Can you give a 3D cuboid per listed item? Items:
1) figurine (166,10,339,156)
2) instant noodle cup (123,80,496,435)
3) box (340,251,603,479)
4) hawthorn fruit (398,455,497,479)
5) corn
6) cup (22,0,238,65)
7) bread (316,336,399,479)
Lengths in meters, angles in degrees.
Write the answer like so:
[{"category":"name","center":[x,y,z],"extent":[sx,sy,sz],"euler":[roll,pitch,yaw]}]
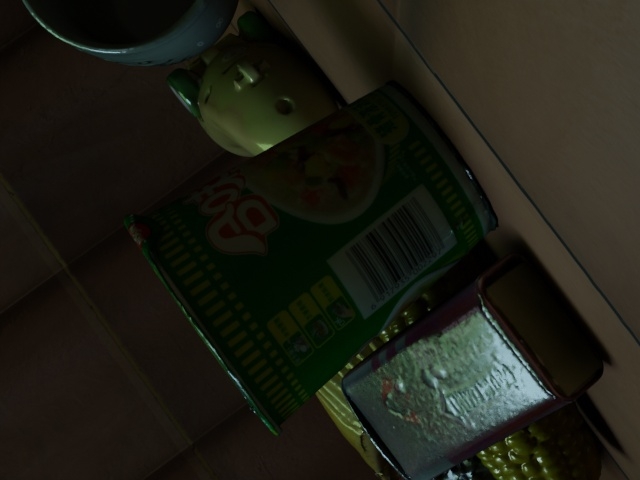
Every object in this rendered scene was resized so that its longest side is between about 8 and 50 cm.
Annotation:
[{"category":"figurine","center":[-0.041,-0.115,1.650],"extent":[0.222,0.124,0.324],"euler":[55,173,-23]},{"category":"instant noodle cup","center":[0.000,0.000,1.179],"extent":[0.207,0.233,0.207],"euler":[54,177,5]},{"category":"box","center":[0.114,0.106,1.214],"extent":[0.120,0.069,0.224],"euler":[55,143,3]},{"category":"hawthorn fruit","center":[0.181,0.221,1.547],"extent":[0.181,0.181,0.235],"euler":[53,-161,26]},{"category":"corn","center":[0.127,0.087,1.352],"extent":[0.363,0.120,0.120],"euler":[52,178,-15]},{"category":"cup","center":[-0.196,-0.257,1.414],"extent":[0.258,0.186,0.234],"euler":[15,180,5]},{"category":"bread","center":[0.079,0.119,1.629],"extent":[0.156,0.204,0.288],"euler":[47,179,30]}]
